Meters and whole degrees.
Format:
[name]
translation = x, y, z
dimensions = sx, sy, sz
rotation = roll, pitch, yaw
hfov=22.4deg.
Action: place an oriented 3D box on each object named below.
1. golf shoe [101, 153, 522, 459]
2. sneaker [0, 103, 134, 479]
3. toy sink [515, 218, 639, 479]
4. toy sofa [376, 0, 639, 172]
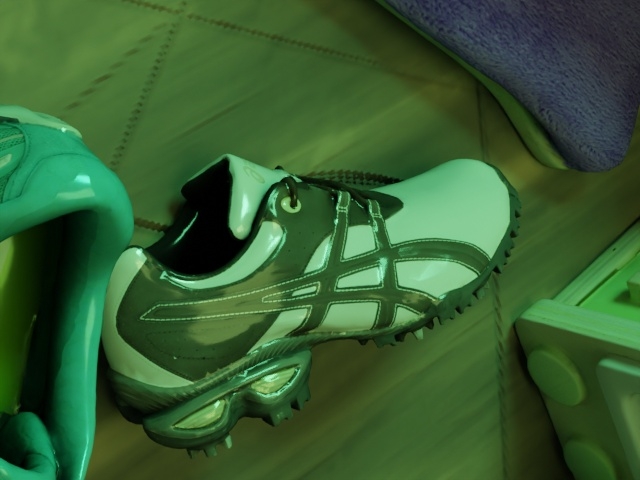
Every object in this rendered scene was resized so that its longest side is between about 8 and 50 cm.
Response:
[golf shoe]
translation = 0.000, 0.000, 0.630
dimensions = 0.198, 0.077, 0.094
rotation = -32, 116, -32
[sneaker]
translation = -0.133, 0.089, 0.518
dimensions = 0.107, 0.110, 0.275
rotation = 16, 89, -40
[toy sink]
translation = 0.193, 0.069, 0.750
dimensions = 0.234, 0.153, 0.131
rotation = -39, 120, -26
[toy sofa]
translation = 0.088, -0.164, 0.624
dimensions = 0.362, 0.150, 0.177
rotation = 33, 76, -38
